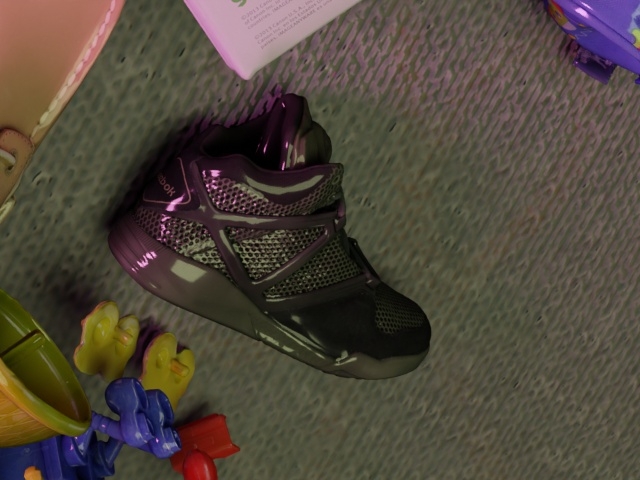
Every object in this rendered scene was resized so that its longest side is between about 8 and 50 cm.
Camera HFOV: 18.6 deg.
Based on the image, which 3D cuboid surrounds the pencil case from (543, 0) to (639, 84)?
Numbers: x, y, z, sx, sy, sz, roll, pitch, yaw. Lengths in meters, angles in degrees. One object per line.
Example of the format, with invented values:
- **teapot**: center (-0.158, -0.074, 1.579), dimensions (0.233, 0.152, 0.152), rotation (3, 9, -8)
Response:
- **pencil case**: center (0.256, -0.219, 1.147), dimensions (0.133, 0.119, 0.306), rotation (40, 94, -16)

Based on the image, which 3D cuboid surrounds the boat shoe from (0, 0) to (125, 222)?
- **boat shoe**: center (-0.203, -0.033, 1.000), dimensions (0.121, 0.110, 0.341), rotation (34, 97, -38)

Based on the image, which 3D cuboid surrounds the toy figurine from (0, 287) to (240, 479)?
- **toy figurine**: center (-0.184, 0.156, 1.053), dimensions (0.217, 0.191, 0.362), rotation (-23, 162, 10)

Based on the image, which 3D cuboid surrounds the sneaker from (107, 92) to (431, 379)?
- **sneaker**: center (0.000, 0.000, 1.150), dimensions (0.227, 0.087, 0.130), rotation (27, 108, -32)

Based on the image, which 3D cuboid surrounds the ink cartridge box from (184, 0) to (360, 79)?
- **ink cartridge box**: center (0.011, -0.278, 0.928), dimensions (0.309, 0.130, 0.272), rotation (-34, 135, 1)
